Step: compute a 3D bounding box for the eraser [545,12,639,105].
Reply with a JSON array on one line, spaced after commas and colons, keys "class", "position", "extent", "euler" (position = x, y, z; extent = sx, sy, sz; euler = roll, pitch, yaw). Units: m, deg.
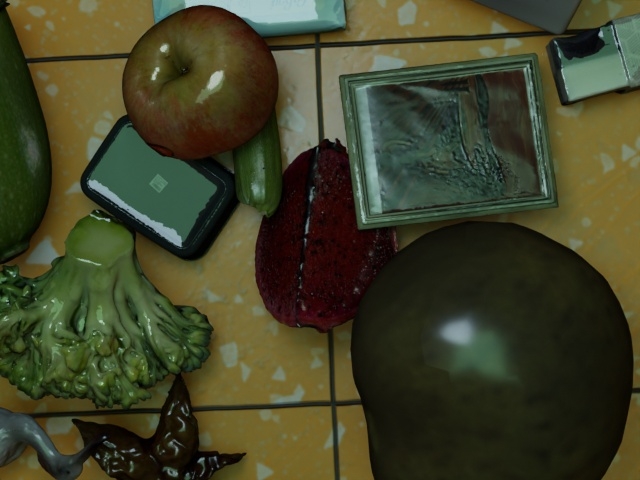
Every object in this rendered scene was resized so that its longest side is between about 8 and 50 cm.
[{"class": "eraser", "position": [0.514, -0.278, 1.901], "extent": [0.403, 0.096, 0.098], "euler": [-14, 90, 2]}]

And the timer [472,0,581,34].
[{"class": "timer", "position": [0.278, -0.417, 1.841], "extent": [0.195, 0.194, 0.192], "euler": [22, 69, 3]}]

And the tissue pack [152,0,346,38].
[{"class": "tissue pack", "position": [-0.101, -0.362, 1.933], "extent": [0.263, 0.089, 0.177], "euler": [-6, 92, 0]}]

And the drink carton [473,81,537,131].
[{"class": "drink carton", "position": [0.186, -0.141, 1.925], "extent": [0.222, 0.071, 0.096], "euler": [-15, 87, 2]}]

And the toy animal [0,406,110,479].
[{"class": "toy animal", "position": [-0.441, 0.264, 1.905], "extent": [0.324, 0.090, 0.195], "euler": [31, 116, 22]}]

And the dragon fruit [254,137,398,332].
[{"class": "dragon fruit", "position": [0.000, 0.000, 1.900], "extent": [0.189, 0.163, 0.262], "euler": [1, 78, 30]}]

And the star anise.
[{"class": "star anise", "position": [-0.171, 0.317, 1.897], "extent": [0.346, 0.148, 0.237], "euler": [23, 94, 15]}]

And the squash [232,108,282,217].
[{"class": "squash", "position": [-0.089, -0.140, 1.910], "extent": [0.069, 0.069, 0.239], "euler": [-8, 66, 2]}]

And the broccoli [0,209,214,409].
[{"class": "broccoli", "position": [-0.292, 0.093, 1.845], "extent": [0.288, 0.246, 0.248], "euler": [-24, 53, -32]}]

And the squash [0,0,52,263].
[{"class": "squash", "position": [-0.482, -0.123, 1.882], "extent": [0.310, 0.310, 0.309], "euler": [-26, 110, 2]}]

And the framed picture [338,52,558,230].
[{"class": "framed picture", "position": [0.170, -0.134, 1.870], "extent": [0.273, 0.016, 0.217], "euler": [-7, 82, -2]}]

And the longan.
[{"class": "longan", "position": [0.212, 0.173, 1.785], "extent": [0.404, 0.336, 0.405], "euler": [-4, 100, -26]}]

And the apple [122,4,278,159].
[{"class": "apple", "position": [-0.157, -0.201, 1.832], "extent": [0.209, 0.164, 0.210], "euler": [-8, 70, 24]}]

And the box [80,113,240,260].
[{"class": "box", "position": [-0.219, -0.074, 1.932], "extent": [0.201, 0.090, 0.144], "euler": [35, 92, 2]}]
